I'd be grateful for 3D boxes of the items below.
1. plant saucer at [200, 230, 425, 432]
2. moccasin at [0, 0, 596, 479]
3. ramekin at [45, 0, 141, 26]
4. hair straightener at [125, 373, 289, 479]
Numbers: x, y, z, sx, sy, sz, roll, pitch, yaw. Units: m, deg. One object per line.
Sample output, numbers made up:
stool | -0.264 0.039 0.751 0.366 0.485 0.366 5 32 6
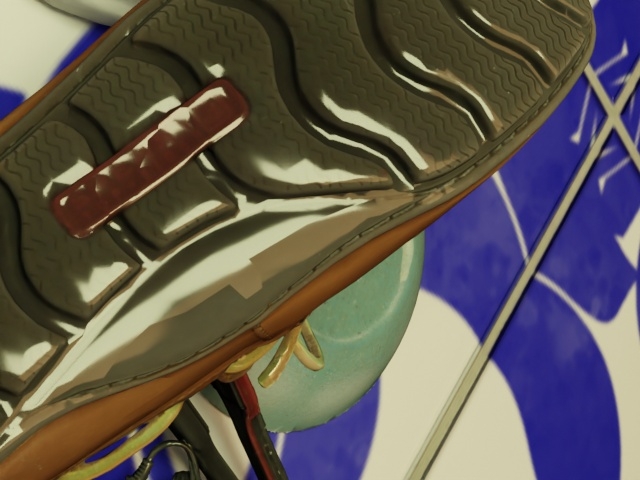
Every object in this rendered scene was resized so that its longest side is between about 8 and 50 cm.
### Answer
plant saucer | 0.000 0.000 0.732 0.195 0.037 0.195 -1 91 -47
moccasin | -0.050 -0.001 0.562 0.380 0.147 0.139 -43 84 -18
ramekin | -0.043 -0.230 0.620 0.273 0.127 0.272 0 90 -46
hair straightener | -0.063 0.105 0.675 0.089 0.047 0.230 -31 120 -18
